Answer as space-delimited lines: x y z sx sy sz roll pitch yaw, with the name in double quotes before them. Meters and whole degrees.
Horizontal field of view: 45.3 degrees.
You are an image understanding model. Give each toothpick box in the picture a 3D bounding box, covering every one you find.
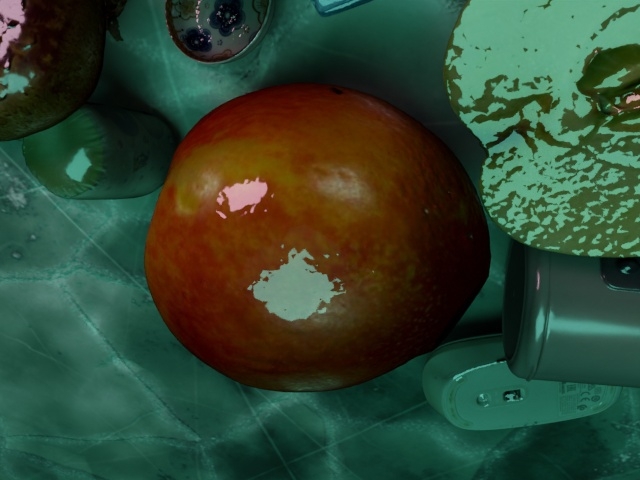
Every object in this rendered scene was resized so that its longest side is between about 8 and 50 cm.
"toothpick box" 0.398 0.075 0.944 0.316 0.229 0.229 4 126 7

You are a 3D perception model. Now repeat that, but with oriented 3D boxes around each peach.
"peach" 0.000 0.000 0.876 0.388 0.388 0.388 5 126 7

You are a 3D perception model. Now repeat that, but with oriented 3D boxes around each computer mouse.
"computer mouse" 0.293 0.192 1.122 0.288 0.097 0.159 -11 121 5

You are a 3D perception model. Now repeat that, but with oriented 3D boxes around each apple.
"apple" 0.310 -0.164 0.755 0.360 0.320 0.311 -18 158 26

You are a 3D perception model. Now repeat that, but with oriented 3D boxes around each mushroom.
"mushroom" -0.345 -0.245 0.829 0.278 0.297 0.163 -33 156 -8

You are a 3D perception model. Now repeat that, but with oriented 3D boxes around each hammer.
"hammer" -0.365 -0.138 0.982 0.335 0.206 0.119 16 97 18

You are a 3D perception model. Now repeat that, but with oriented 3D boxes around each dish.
"dish" -0.102 -0.267 0.892 0.141 0.078 0.141 0 89 25

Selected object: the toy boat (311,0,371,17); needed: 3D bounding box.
"toy boat" -0.011 -0.347 0.795 0.109 0.098 0.238 -15 120 17
